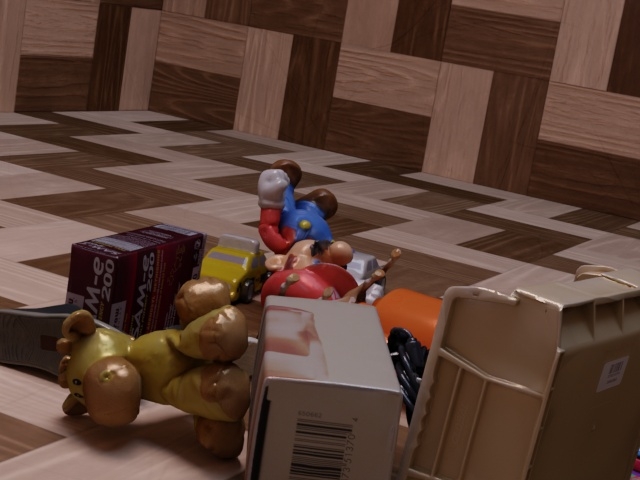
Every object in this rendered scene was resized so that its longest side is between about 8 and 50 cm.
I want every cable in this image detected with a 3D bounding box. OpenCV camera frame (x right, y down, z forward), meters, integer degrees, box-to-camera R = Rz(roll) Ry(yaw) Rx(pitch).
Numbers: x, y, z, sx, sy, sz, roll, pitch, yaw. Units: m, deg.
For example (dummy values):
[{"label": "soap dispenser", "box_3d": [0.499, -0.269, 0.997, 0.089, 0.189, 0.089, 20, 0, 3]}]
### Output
[{"label": "cable", "box_3d": [0.115, 0.177, 1.287, 0.047, 0.150, 0.184, -19, -34, 4]}]

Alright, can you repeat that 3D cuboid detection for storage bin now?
[{"label": "storage bin", "box_3d": [0.209, 0.155, 1.185, 0.123, 0.260, 0.262, 22, 16, 35]}]

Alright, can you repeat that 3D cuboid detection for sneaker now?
[{"label": "sneaker", "box_3d": [-0.272, 0.112, 1.447, 0.222, 0.083, 0.118, 13, 11, 23]}, {"label": "sneaker", "box_3d": [-0.142, 0.133, 1.513, 0.152, 0.058, 0.085, -9, 29, -41]}]

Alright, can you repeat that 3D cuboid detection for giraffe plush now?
[{"label": "giraffe plush", "box_3d": [-0.178, 0.129, 1.273, 0.171, 0.181, 0.210, -3, 7, -19]}]

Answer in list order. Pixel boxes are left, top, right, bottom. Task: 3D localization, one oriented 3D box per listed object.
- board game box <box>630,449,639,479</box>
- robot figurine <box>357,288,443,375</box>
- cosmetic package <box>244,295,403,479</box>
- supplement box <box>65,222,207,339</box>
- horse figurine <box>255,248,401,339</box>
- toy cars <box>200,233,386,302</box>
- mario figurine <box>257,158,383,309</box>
[{"label": "board game box", "box_3d": [0.366, 0.245, 1.434, 0.169, 0.033, 0.133, 8, 11, -4]}, {"label": "robot figurine", "box_3d": [0.139, 0.136, 1.560, 0.219, 0.128, 0.158, 17, -22, 34]}, {"label": "cosmetic package", "box_3d": [-0.004, 0.164, 1.236, 0.129, 0.153, 0.296, 7, 10, -3]}, {"label": "supplement box", "box_3d": [-0.239, 0.057, 1.630, 0.073, 0.130, 0.239, 14, 13, 20]}, {"label": "horse figurine", "box_3d": [0.006, 0.099, 1.646, 0.263, 0.174, 0.066, -15, 57, -36]}, {"label": "toy cars", "box_3d": [-0.042, 0.040, 1.991, 0.394, 0.087, 0.176, 3, 13, -31]}, {"label": "mario figurine", "box_3d": [0.000, 0.000, 1.838, 0.198, 0.170, 0.320, 5, 37, -12]}]
